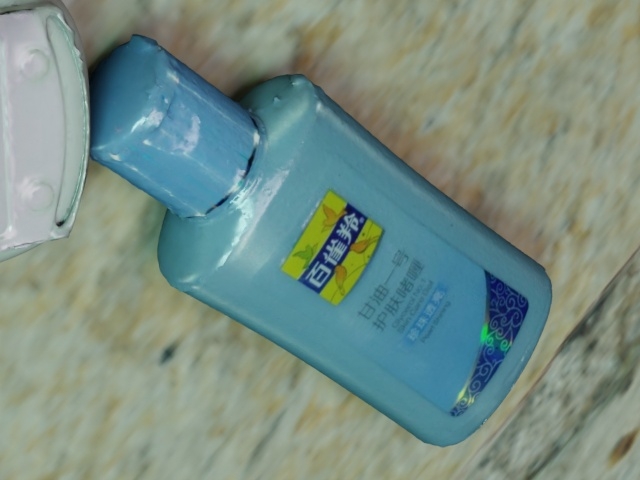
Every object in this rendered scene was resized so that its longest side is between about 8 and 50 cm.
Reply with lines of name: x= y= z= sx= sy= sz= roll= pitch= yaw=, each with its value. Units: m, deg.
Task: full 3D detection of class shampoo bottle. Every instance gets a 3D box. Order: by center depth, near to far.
shampoo bottle: x=0.000 y=0.000 z=0.670 sx=0.258 sy=0.061 sz=0.104 roll=35 pitch=86 yaw=-40

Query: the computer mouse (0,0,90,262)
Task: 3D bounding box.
computer mouse: x=-0.192 y=-0.029 z=0.514 sx=0.245 sy=0.056 sz=0.126 roll=-15 pitch=117 yaw=-33
